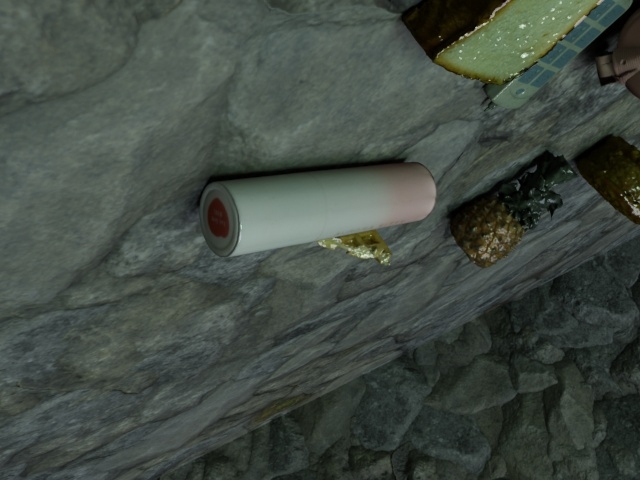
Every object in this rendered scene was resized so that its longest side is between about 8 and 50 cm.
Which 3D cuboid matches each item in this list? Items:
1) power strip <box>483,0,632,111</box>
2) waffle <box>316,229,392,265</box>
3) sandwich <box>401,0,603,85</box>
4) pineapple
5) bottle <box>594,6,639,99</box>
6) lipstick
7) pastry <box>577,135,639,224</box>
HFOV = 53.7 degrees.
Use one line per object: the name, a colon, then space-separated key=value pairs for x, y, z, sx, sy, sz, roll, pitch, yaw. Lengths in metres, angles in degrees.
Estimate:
power strip: x=0.291 y=-0.237 z=0.798 sx=0.080 sy=0.029 sz=0.227 roll=-5 pitch=149 yaw=-47
waffle: x=0.000 y=0.000 z=0.850 sx=0.191 sy=0.125 sz=0.032 roll=-14 pitch=153 yaw=-41
sandwich: x=0.209 y=-0.252 z=0.613 sx=0.186 sy=0.065 sz=0.215 roll=-6 pitch=149 yaw=-46
pineapple: x=0.364 y=-0.061 z=1.181 sx=0.248 sy=0.128 sz=0.128 roll=-40 pitch=157 yaw=16
bottle: x=0.531 y=-0.266 z=0.863 sx=0.296 sy=0.173 sz=0.206 roll=-19 pitch=-169 yaw=-26
lipstick: x=0.011 y=-0.046 z=0.800 sx=0.326 sy=0.087 sz=0.087 roll=-11 pitch=153 yaw=-40
pastry: x=0.612 y=-0.118 z=1.266 sx=0.103 sy=0.189 sz=0.188 roll=-45 pitch=155 yaw=16
